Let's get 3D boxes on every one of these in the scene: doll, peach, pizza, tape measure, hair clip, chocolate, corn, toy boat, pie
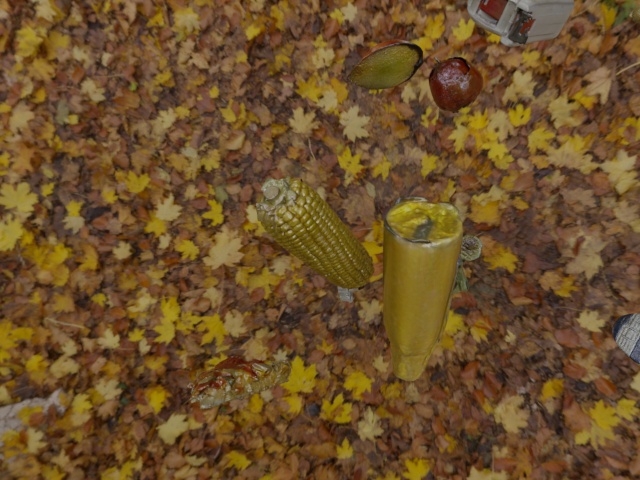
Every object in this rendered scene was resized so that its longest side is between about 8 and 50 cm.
[{"bbox_3d":[0.698,-0.505,0.943,0.051,0.061,0.093,-3,117,-19],"label":"doll"},{"bbox_3d":[0.225,-0.627,1.602,0.278,0.189,0.068,-10,56,7],"label":"peach"},{"bbox_3d":[-0.152,0.227,0.733,0.187,0.199,0.062,-12,84,7],"label":"pizza"},{"bbox_3d":[0.537,-0.638,1.221,0.258,0.130,0.265,-22,58,-30],"label":"tape measure"},{"bbox_3d":[0.503,0.127,1.764,0.138,0.321,0.091,-18,58,11],"label":"hair clip"},{"bbox_3d":[0.208,0.129,0.984,0.161,0.162,0.446,5,126,11],"label":"chocolate"},{"bbox_3d":[0.000,0.000,1.029,0.143,0.387,0.144,-22,46,24],"label":"corn"},{"bbox_3d":[0.130,0.106,1.781,0.140,0.141,0.270,13,55,11],"label":"toy boat"},{"bbox_3d":[0.479,0.024,1.443,0.084,0.019,0.085,0,90,37],"label":"pie"}]

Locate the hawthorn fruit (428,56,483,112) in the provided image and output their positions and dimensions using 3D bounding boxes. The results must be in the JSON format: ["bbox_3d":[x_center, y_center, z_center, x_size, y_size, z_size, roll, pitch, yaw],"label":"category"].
[{"bbox_3d":[0.381,-0.459,1.292,0.148,0.148,0.172,-29,86,10],"label":"hawthorn fruit"}]

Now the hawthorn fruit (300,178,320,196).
[{"bbox_3d":[-0.071,-0.146,1.771,0.156,0.157,0.194,3,99,11],"label":"hawthorn fruit"}]

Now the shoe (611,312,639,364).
[{"bbox_3d":[0.637,0.207,0.823,0.207,0.106,0.092,29,93,11],"label":"shoe"}]
